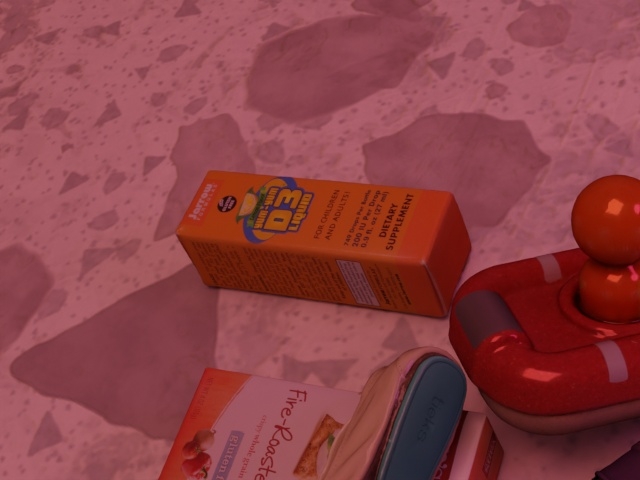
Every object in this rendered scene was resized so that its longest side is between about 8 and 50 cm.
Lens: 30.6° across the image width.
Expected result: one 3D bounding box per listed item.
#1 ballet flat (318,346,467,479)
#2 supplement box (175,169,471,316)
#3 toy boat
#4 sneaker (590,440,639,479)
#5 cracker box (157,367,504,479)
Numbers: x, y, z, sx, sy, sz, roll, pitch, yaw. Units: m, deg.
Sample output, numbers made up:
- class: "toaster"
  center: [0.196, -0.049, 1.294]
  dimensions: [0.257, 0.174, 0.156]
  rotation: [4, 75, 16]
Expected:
- class: "ballet flat"
  center: [0.021, 0.178, 0.746]
  dimensions: [0.086, 0.086, 0.248]
  rotation: [12, 59, 30]
- class: "supplement box"
  center: [0.000, 0.000, 0.970]
  dimensions: [0.233, 0.080, 0.078]
  rotation: [5, 55, 28]
- class: "toy boat"
  center: [0.202, 0.025, 0.788]
  dimensions: [0.231, 0.151, 0.151]
  rotation: [-12, 32, -7]
- class: "sneaker"
  center: [0.249, 0.236, 0.681]
  dimensions: [0.124, 0.107, 0.283]
  rotation: [-32, 40, 5]
- class: "cracker box"
  center: [-0.002, 0.187, 0.836]
  dimensions: [0.232, 0.067, 0.155]
  rotation: [6, 58, 26]
